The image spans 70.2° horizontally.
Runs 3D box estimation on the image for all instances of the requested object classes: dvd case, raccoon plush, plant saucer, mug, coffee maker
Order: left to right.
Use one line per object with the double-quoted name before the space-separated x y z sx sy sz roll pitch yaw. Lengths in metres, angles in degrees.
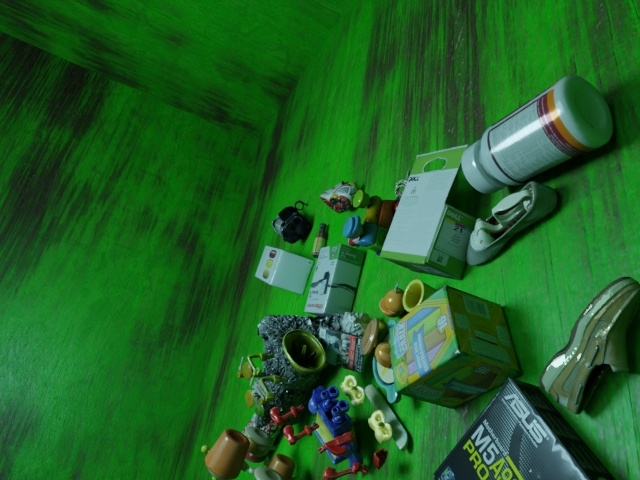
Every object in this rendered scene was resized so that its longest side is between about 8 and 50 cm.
"mug" -0.184 0.584 1.444 0.169 0.113 0.150 -60 24 15
"coffee maker" -0.110 -0.081 1.855 0.171 0.120 0.178 -67 21 4
"raccoon plush" -0.054 0.353 1.205 0.446 0.216 0.299 147 131 -62
"dvd case" 0.048 0.257 1.076 0.119 0.013 0.087 9 100 26
"plant saucer" 0.108 0.210 0.997 0.083 0.013 0.084 -161 90 -88

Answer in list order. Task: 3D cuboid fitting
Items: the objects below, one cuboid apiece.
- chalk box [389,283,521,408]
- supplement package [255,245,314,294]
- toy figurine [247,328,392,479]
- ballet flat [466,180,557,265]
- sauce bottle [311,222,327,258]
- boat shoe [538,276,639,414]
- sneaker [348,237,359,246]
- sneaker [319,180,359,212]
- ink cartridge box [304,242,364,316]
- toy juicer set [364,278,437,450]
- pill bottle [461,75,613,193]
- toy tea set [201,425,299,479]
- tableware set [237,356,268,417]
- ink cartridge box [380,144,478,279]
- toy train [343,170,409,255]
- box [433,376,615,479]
"chalk box" 0.208 0.200 0.791 0.213 0.132 0.132 -52 27 41
"supplement package" -0.142 0.108 1.737 0.244 0.133 0.139 7 78 69
"toy figurine" -0.007 0.402 1.014 0.362 0.191 0.217 44 150 41
"ballet flat" 0.319 -0.031 0.816 0.213 0.068 0.072 -49 29 44
"sauce bottle" 0.000 0.000 1.618 0.042 0.042 0.128 -29 43 60
"boat shoe" 0.361 0.139 0.578 0.072 0.068 0.190 52 130 52
"sneaker" 0.117 0.000 1.323 0.118 0.042 0.067 -45 29 44
"sneaker" 0.070 -0.150 1.551 0.093 0.088 0.225 -51 19 -9
"ink cartridge box" 0.039 0.125 1.338 0.153 0.086 0.209 -17 56 65
"toy juicer set" 0.139 0.244 0.978 0.209 0.089 0.329 -8 64 66
"pill bottle" 0.355 -0.167 0.774 0.221 0.121 0.121 -34 41 58
"toy tea set" -0.145 0.593 1.112 0.336 0.200 0.124 26 86 43
"tableware set" -0.183 0.396 1.231 0.154 0.024 0.104 37 116 45
"ink cartridge box" 0.249 -0.060 0.980 0.255 0.097 0.188 -69 20 -5
"toy train" 0.149 -0.095 1.189 0.105 0.143 0.248 -21 52 63
"box" 0.274 0.352 0.584 0.216 0.060 0.270 -62 22 20
